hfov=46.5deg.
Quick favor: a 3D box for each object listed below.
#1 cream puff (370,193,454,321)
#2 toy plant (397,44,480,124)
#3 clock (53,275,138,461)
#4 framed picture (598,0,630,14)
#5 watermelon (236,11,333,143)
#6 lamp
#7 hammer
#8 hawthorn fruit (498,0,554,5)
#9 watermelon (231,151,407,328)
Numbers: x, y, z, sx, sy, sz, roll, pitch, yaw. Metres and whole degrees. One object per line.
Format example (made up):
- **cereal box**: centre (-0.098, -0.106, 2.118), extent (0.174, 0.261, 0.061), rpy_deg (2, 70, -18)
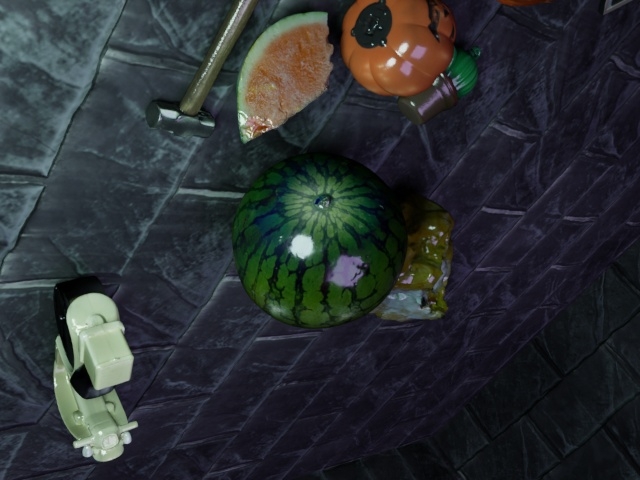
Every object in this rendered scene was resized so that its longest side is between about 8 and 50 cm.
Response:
- **cream puff**: centre (0.181, 0.036, 1.774), extent (0.274, 0.270, 0.323), rpy_deg (0, 149, 9)
- **toy plant**: centre (0.231, -0.315, 1.419), extent (0.200, 0.105, 0.143), rpy_deg (-49, 137, -10)
- **clock**: centre (-0.434, 0.249, 1.397), extent (0.120, 0.276, 0.379), rpy_deg (-14, 141, -29)
- **framed picture**: centre (0.672, -0.600, 1.523), extent (0.192, 0.018, 0.265), rpy_deg (-29, 150, -8)
- **watermelon**: centre (-0.079, -0.256, 1.187), extent (0.231, 0.128, 0.146), rpy_deg (-40, -169, -18)
- **lamp**: centre (0.130, -0.325, 1.212), extent (0.163, 0.188, 0.188), rpy_deg (7, 131, -52)
- **hammer**: centre (-0.142, -0.308, 1.117), extent (0.111, 0.043, 0.365), rpy_deg (3, 131, -45)
- **hawthorn fruit**: centre (0.304, -0.508, 1.071), extent (0.276, 0.276, 0.308), rpy_deg (14, 111, -53)
- **watermelon**: centre (0.000, 0.000, 1.410), extent (0.363, 0.363, 0.363), rpy_deg (-25, 149, -16)
